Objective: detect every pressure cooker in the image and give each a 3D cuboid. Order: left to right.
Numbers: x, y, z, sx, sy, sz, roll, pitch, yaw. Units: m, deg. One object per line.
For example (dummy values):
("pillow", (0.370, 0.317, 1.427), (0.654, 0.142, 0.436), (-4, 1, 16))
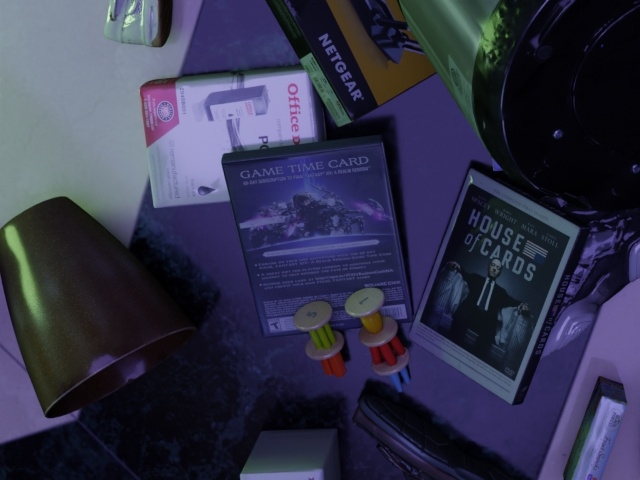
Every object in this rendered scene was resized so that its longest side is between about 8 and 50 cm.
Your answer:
("pressure cooker", (0.266, -0.284, 1.666), (0.375, 0.420, 0.370), (8, 123, -26))

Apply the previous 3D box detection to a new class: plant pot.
("plant pot", (-0.304, 0.068, 1.985), (0.215, 0.215, 0.230), (-33, 80, 11))

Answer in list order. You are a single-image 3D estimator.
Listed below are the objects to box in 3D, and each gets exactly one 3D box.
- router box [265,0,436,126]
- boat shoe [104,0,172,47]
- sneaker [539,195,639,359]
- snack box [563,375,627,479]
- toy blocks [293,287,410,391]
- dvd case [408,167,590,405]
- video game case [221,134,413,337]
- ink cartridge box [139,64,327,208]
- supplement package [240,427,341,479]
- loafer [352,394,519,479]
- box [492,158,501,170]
("router box", (0.054, -0.327, 1.882), (0.243, 0.081, 0.309), (-32, 96, -12))
("boat shoe", (-0.232, -0.376, 1.936), (0.096, 0.098, 0.277), (3, 101, 5))
("sneaker", (0.300, 0.025, 1.954), (0.268, 0.101, 0.153), (-43, 87, 10))
("snack box", (0.342, 0.250, 1.982), (0.037, 0.100, 0.141), (18, 101, 3))
("toy blocks", (0.046, 0.139, 2.005), (0.123, 0.054, 0.148), (-15, 124, 13))
("dvd case", (0.215, 0.055, 1.940), (0.179, 0.029, 0.239), (32, 112, 37))
("video game case", (0.000, 0.000, 1.955), (0.196, 0.026, 0.274), (-6, 125, 7))
("ink cartridge box", (-0.104, -0.129, 1.969), (0.217, 0.092, 0.159), (-6, 100, 5))
("supplement package", (-0.034, 0.311, 1.993), (0.105, 0.179, 0.105), (-2, 99, 6))
("loafer", (0.147, 0.298, 2.019), (0.267, 0.096, 0.084), (32, 108, -2))
("box", (0.247, -0.105, 1.912), (0.081, 0.136, 0.028), (-6, 99, 8))
